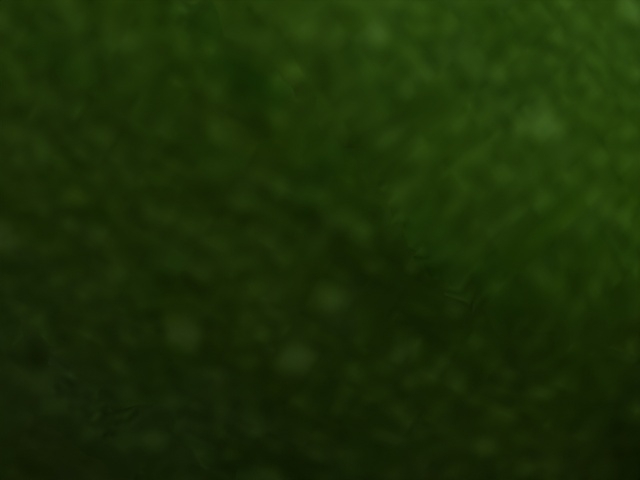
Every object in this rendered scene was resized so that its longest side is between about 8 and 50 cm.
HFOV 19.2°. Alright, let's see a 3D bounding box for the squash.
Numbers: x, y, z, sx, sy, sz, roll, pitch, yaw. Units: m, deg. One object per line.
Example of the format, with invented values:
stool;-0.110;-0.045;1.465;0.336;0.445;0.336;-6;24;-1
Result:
squash;0.004;0.016;0.510;0.309;0.310;0.310;40;28;3
